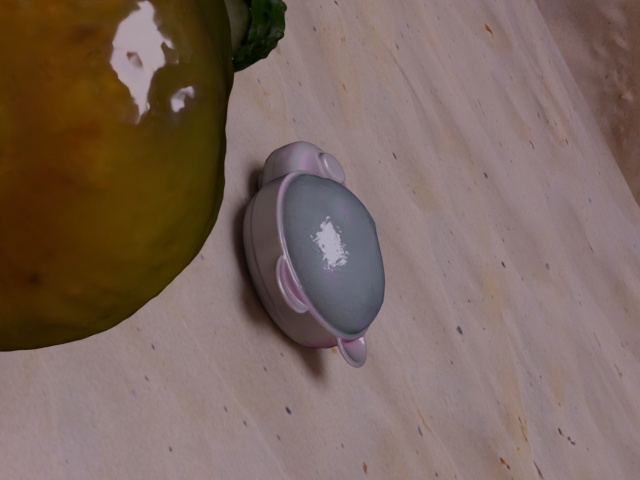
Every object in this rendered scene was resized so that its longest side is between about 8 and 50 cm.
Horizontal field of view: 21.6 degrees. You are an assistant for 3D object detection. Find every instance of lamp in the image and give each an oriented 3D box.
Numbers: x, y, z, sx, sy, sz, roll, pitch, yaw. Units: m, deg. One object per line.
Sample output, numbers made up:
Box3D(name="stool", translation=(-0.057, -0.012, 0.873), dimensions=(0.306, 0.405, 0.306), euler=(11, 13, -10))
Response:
Box3D(name="lamp", translation=(0.002, -0.002, 1.686), dimensions=(0.179, 0.108, 0.246), euler=(50, 26, -41))

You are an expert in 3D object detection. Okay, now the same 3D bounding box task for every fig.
Box3D(name="fig", translation=(-0.203, -0.092, 1.073), dimensions=(0.343, 0.343, 0.343), euler=(48, 28, -36))

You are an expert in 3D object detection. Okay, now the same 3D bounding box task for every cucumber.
Box3D(name="cucumber", translation=(-0.097, -0.223, 1.690), dimensions=(0.134, 0.134, 0.244), euler=(65, 15, 1))
